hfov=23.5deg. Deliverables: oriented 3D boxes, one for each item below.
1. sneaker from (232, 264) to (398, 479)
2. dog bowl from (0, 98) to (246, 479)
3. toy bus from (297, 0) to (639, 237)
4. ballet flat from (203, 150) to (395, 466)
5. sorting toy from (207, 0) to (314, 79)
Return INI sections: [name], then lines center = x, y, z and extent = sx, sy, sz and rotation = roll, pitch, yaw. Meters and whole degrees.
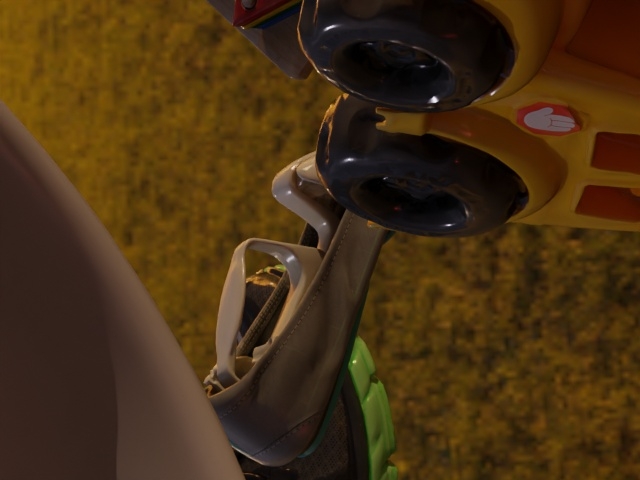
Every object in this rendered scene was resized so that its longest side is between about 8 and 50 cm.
[sneaker]
center = -0.057, 0.243, 1.176
extent = 0.185, 0.202, 0.482
rotation = 134, 141, -65
[dog bowl]
center = -0.114, 0.065, 0.210
extent = 0.104, 0.265, 0.264
rotation = -31, 51, 23
[toy bus]
center = 0.110, -0.081, 0.535
extent = 0.220, 0.212, 0.149
rotation = 78, -152, -67
[ballet flat]
center = 0.000, 0.000, 0.719
extent = 0.072, 0.068, 0.213
rotation = -31, 33, 62
[sorting toy]
center = -0.024, -0.179, 0.891
extent = 0.274, 0.046, 0.132
rotation = 45, 114, 22
